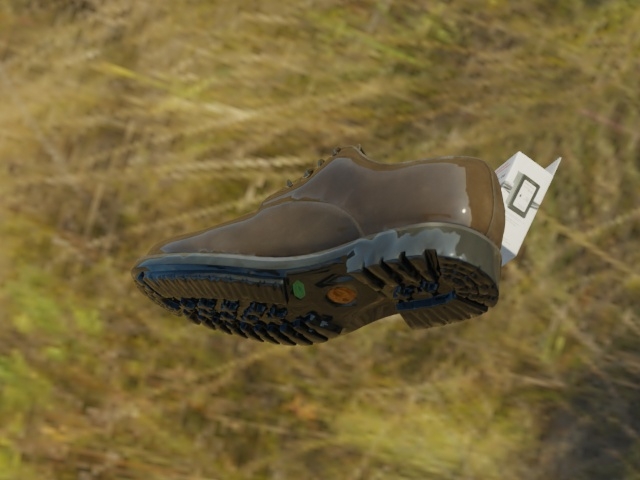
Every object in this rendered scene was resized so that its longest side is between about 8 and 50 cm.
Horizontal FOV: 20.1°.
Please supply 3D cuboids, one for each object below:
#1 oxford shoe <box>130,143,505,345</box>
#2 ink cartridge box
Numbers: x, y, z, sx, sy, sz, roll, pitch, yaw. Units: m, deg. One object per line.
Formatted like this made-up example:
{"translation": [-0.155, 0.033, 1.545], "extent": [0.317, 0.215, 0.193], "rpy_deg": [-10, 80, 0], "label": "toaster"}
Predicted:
{"translation": [0.000, 0.000, 0.979], "extent": [0.227, 0.083, 0.096], "rpy_deg": [-7, 55, 29], "label": "oxford shoe"}
{"translation": [0.110, -0.020, 1.088], "extent": [0.048, 0.028, 0.083], "rpy_deg": [-41, 16, 54], "label": "ink cartridge box"}
